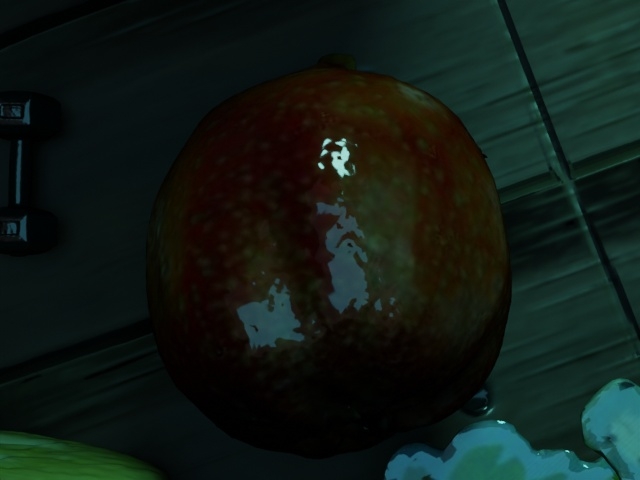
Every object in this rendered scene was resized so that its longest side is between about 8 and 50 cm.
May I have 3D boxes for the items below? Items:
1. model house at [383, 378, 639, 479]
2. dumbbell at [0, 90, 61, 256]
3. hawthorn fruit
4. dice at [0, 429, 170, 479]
[{"bbox_3d":[0.158,0.219,0.480,0.313,0.242,0.358,-41,85,4],"label":"model house"},{"bbox_3d":[-0.152,-0.033,0.618,0.036,0.040,0.083,3,86,-25],"label":"dumbbell"},{"bbox_3d":[0.000,0.000,0.545,0.169,0.169,0.188,-11,62,4],"label":"hawthorn fruit"},{"bbox_3d":[-0.161,0.172,0.536,0.169,0.169,0.166,7,87,5],"label":"dice"}]
